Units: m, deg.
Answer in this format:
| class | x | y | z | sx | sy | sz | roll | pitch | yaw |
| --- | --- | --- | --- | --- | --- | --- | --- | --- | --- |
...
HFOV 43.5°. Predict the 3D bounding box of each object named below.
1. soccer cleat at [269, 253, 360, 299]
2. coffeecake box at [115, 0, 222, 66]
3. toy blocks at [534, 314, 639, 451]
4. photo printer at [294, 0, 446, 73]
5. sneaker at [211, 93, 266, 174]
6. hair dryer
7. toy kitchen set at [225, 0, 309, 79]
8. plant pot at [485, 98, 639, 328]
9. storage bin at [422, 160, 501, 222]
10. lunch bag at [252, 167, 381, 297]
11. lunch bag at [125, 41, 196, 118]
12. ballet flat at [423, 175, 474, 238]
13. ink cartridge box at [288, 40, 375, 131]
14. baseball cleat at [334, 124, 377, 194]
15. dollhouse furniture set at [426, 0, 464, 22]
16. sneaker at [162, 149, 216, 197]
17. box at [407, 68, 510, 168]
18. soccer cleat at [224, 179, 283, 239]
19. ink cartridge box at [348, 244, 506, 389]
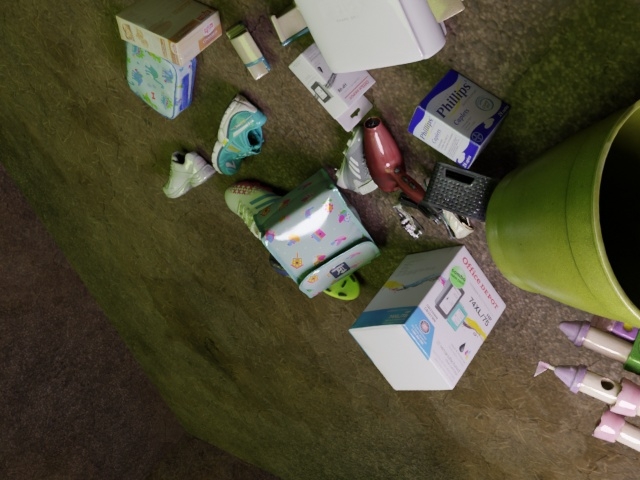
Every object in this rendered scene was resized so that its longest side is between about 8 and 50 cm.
| class | x | y | z | sx | sy | sz | roll | pitch | yaw |
| --- | --- | --- | --- | --- | --- | --- | --- | --- | --- |
| soccer cleat | -0.008 | 0.088 | 2.225 | 0.289 | 0.093 | 0.121 | 21 | 174 | 23 |
| coffeecake box | -0.339 | -0.484 | 1.804 | 0.185 | 0.142 | 0.068 | 28 | 147 | 23 |
| toy blocks | 0.568 | 0.183 | 1.470 | 0.260 | 0.289 | 0.309 | 25 | 149 | 17 |
| photo printer | 0.061 | -0.457 | 1.423 | 0.256 | 0.107 | 0.308 | 4 | 133 | 46 |
| sneaker | -0.200 | -0.242 | 1.997 | 0.110 | 0.107 | 0.275 | 30 | 148 | 2 |
| hair dryer | 0.180 | -0.132 | 1.676 | 0.293 | 0.080 | 0.223 | 54 | 164 | -8 |
| toy kitchen set | -0.094 | -0.422 | 1.689 | 0.122 | 0.166 | 0.207 | 58 | -178 | -23 |
| plant pot | 0.466 | -0.030 | 1.312 | 0.366 | 0.366 | 0.353 | 50 | 160 | -13 |
| storage bin | 0.290 | -0.090 | 1.544 | 0.122 | 0.084 | 0.180 | 22 | -171 | 30 |
| lunch bag | 0.000 | 0.000 | 1.933 | 0.262 | 0.223 | 0.160 | 55 | -177 | -29 |
| lunch bag | -0.396 | -0.418 | 2.001 | 0.176 | 0.090 | 0.219 | 37 | 149 | 11 |
| ballet flat | 0.279 | -0.078 | 1.718 | 0.052 | 0.057 | 0.168 | -21 | 120 | 26 |
| ink cartridge box | 0.037 | -0.322 | 1.621 | 0.180 | 0.104 | 0.060 | 47 | 148 | -9 |
| baseball cleat | 0.096 | -0.176 | 1.788 | 0.109 | 0.072 | 0.206 | 24 | 152 | 3 |
| dollhouse furniture set | 0.234 | -0.448 | 1.129 | 0.259 | 0.262 | 0.135 | -25 | 112 | 21 |
| sneaker | -0.391 | -0.199 | 2.289 | 0.232 | 0.090 | 0.115 | -22 | 105 | 47 |
| box | 0.254 | -0.224 | 1.475 | 0.137 | 0.126 | 0.072 | 35 | 149 | 12 |
| soccer cleat | -0.157 | -0.070 | 2.115 | 0.331 | 0.143 | 0.116 | 15 | 140 | 38 |
| ink cartridge box | 0.248 | 0.177 | 1.842 | 0.197 | 0.270 | 0.198 | -14 | 119 | 53 |
